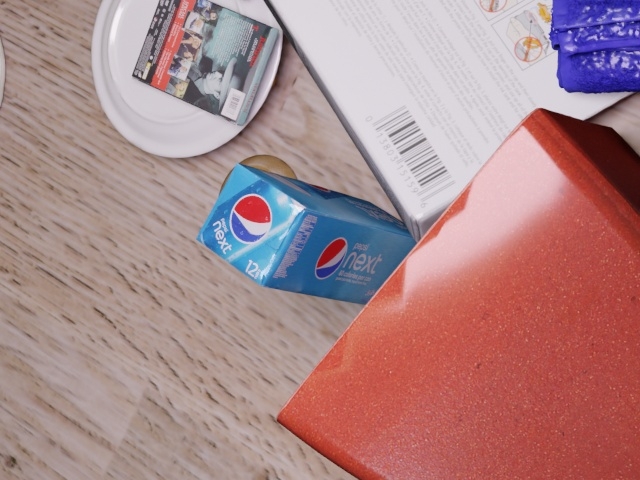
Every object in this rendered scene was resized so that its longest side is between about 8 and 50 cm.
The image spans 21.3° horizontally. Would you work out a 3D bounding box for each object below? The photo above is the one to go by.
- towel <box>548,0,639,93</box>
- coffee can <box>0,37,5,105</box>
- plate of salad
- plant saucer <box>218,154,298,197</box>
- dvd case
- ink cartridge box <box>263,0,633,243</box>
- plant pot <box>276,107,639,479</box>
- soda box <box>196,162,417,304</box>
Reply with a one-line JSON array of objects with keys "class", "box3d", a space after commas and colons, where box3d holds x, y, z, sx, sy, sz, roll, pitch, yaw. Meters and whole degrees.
[{"class": "towel", "box3d": [0.319, -0.217, 1.204, 0.308, 0.076, 0.227, 2, 74, 29]}, {"class": "coffee can", "box3d": [-0.447, -0.166, 1.530, 0.201, 0.275, 0.201, -5, 80, 29]}, {"class": "plate of salad", "box3d": [-0.113, -0.170, 1.474, 0.200, 0.048, 0.200, -2, 86, 31]}, {"class": "plant saucer", "box3d": [-0.056, -0.033, 1.441, 0.083, 0.015, 0.083, -4, 81, 29]}, {"class": "dvd case", "box3d": [-0.098, -0.156, 1.429, 0.119, 0.013, 0.087, 25, 99, 30]}, {"class": "ink cartridge box", "box3d": [0.110, -0.170, 1.345, 0.239, 0.060, 0.275, -29, 67, -4]}, {"class": "plant pot", "box3d": [0.177, 0.092, 1.165, 0.236, 0.267, 0.267, 43, 104, 15]}, {"class": "soda box", "box3d": [0.000, 0.000, 1.291, 0.071, 0.210, 0.067, 34, 99, 28]}]
